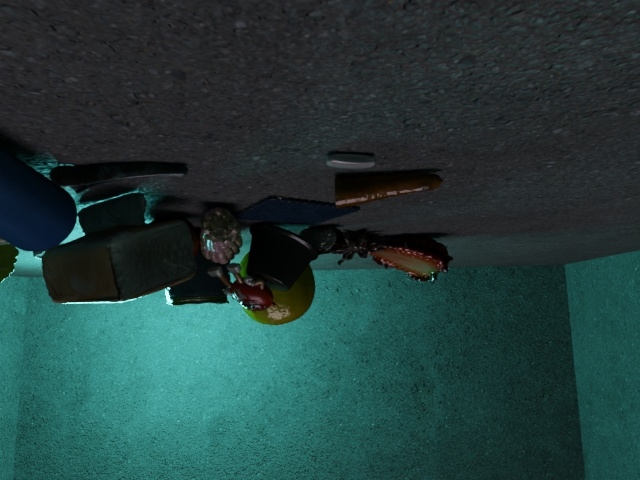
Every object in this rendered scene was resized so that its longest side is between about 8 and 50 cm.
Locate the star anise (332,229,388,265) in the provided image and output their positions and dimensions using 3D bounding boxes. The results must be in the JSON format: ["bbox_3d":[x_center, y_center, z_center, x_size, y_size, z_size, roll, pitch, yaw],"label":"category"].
[{"bbox_3d":[0.122,0.018,1.586,0.229,0.081,0.262,1,160,-19],"label":"star anise"}]

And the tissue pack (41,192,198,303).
[{"bbox_3d":[-0.478,0.017,1.027,0.305,0.239,0.238,-7,170,36],"label":"tissue pack"}]

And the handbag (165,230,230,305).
[{"bbox_3d":[-0.421,0.095,1.490,0.222,0.241,0.263,2,172,-26],"label":"handbag"}]

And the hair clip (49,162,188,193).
[{"bbox_3d":[-0.348,-0.114,0.775,0.229,0.039,0.070,-3,169,7],"label":"hair clip"}]

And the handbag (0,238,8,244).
[{"bbox_3d":[-0.755,-0.048,0.944,0.252,0.109,0.316,-6,171,3],"label":"handbag"}]

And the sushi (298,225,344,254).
[{"bbox_3d":[0.000,0.000,1.432,0.150,0.091,0.078,-7,174,26],"label":"sushi"}]

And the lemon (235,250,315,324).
[{"bbox_3d":[-0.183,0.175,1.794,0.347,0.349,0.348,-1,172,0],"label":"lemon"}]

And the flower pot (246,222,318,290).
[{"bbox_3d":[-0.137,0.067,1.378,0.235,0.148,0.235,18,160,7],"label":"flower pot"}]

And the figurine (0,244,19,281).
[{"bbox_3d":[-0.983,0.022,1.244,0.315,0.168,0.187,2,134,45],"label":"figurine"}]

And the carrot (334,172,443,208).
[{"bbox_3d":[0.131,-0.104,0.855,0.209,0.061,0.061,-7,171,7],"label":"carrot"}]

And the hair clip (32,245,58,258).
[{"bbox_3d":[-1.042,0.057,1.745,0.172,0.069,0.300,5,180,-29],"label":"hair clip"}]

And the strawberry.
[{"bbox_3d":[0.341,0.034,1.688,0.306,0.138,0.233,24,151,1],"label":"strawberry"}]

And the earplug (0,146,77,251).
[{"bbox_3d":[-0.502,-0.079,0.684,0.132,0.133,0.273,0,165,-6],"label":"earplug"}]

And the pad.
[{"bbox_3d":[-0.071,-0.073,1.183,0.268,0.012,0.269,3,170,-30],"label":"pad"}]

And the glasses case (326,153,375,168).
[{"bbox_3d":[0.051,-0.133,0.745,0.083,0.021,0.032,0,169,-11],"label":"glasses case"}]

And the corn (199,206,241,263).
[{"bbox_3d":[-0.273,-0.016,1.213,0.126,0.127,0.335,1,167,-13],"label":"corn"}]

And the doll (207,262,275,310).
[{"bbox_3d":[-0.232,0.153,1.357,0.183,0.085,0.217,-14,131,41],"label":"doll"}]

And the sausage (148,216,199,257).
[{"bbox_3d":[-0.442,0.016,1.247,0.141,0.153,0.268,-28,-170,-36],"label":"sausage"}]
